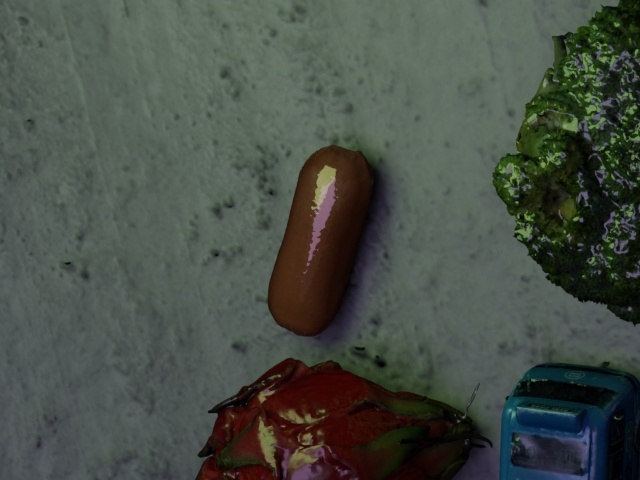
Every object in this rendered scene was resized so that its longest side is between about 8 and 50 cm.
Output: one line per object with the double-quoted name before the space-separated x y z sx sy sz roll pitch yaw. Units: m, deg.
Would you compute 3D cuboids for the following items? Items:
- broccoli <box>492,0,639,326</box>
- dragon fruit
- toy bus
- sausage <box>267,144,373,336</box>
"broccoli" 0.282 -0.083 1.560 0.283 0.321 0.304 24 99 54
"dragon fruit" 0.019 0.204 1.778 0.293 0.234 0.234 -29 83 -4
"toy bus" 0.223 0.241 1.699 0.113 0.134 0.246 6 101 26
"sausage" 0.000 0.000 1.810 0.077 0.077 0.194 22 107 22
